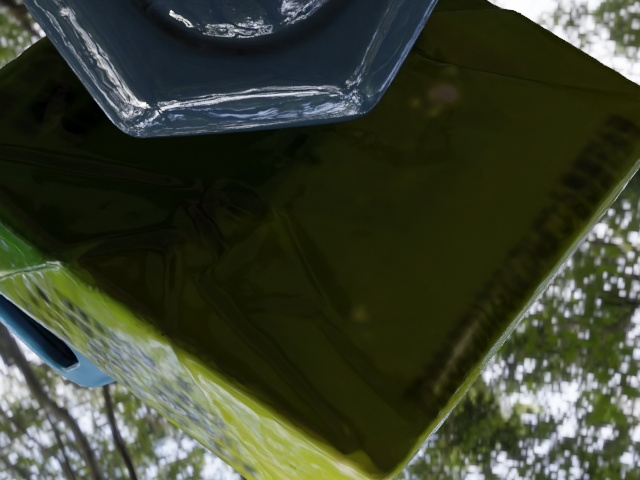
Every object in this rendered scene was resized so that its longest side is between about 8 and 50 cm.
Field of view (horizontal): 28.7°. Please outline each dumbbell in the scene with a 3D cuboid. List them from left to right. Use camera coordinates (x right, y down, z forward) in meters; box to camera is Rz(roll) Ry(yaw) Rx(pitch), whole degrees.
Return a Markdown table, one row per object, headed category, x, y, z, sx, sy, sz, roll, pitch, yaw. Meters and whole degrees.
| category | x | y | z | sx | sy | sz | roll | pitch | yaw |
| --- | --- | --- | --- | --- | --- | --- | --- | --- | --- |
| dumbbell | -0.048 | -0.156 | 0.498 | 0.156 | 0.143 | 0.316 | -5 | -155 | -9 |

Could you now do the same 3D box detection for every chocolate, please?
| category | x | y | z | sx | sy | sz | roll | pitch | yaw |
| --- | --- | --- | --- | --- | --- | --- | --- | --- | --- |
| chocolate | -0.008 | -0.027 | 0.682 | 0.289 | 0.137 | 0.301 | 33 | -123 | 17 |

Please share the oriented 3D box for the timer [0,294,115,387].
| category | x | y | z | sx | sy | sz | roll | pitch | yaw |
| --- | --- | --- | --- | --- | --- | --- | --- | --- | --- |
| timer | -0.290 | -0.010 | 1.190 | 0.340 | 0.309 | 0.115 | 47 | -114 | -7 |
